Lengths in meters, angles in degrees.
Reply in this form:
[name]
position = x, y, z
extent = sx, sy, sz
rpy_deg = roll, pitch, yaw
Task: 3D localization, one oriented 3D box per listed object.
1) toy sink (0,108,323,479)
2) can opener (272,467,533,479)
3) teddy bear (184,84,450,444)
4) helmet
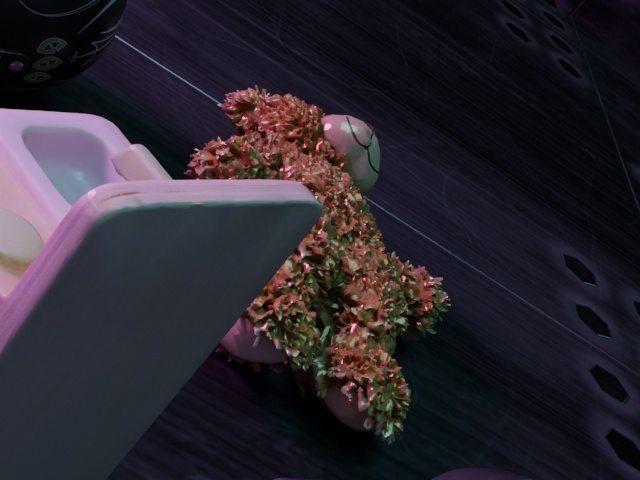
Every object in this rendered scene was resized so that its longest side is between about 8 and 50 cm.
[toy sink]
position = -0.141, 0.020, 0.636
extent = 0.131, 0.234, 0.153
rpy_deg = 50, 28, 21
[can opener]
position = 0.057, 0.183, 0.854
extent = 0.093, 0.074, 0.280
rpy_deg = 15, 2, 42
[teddy bear]
position = 0.000, 0.000, 1.013
extent = 0.245, 0.113, 0.338
rpy_deg = 39, 25, -6
[helmet]
position = -0.215, -0.187, 0.969
extent = 0.169, 0.169, 0.161
rpy_deg = 47, 42, 16
